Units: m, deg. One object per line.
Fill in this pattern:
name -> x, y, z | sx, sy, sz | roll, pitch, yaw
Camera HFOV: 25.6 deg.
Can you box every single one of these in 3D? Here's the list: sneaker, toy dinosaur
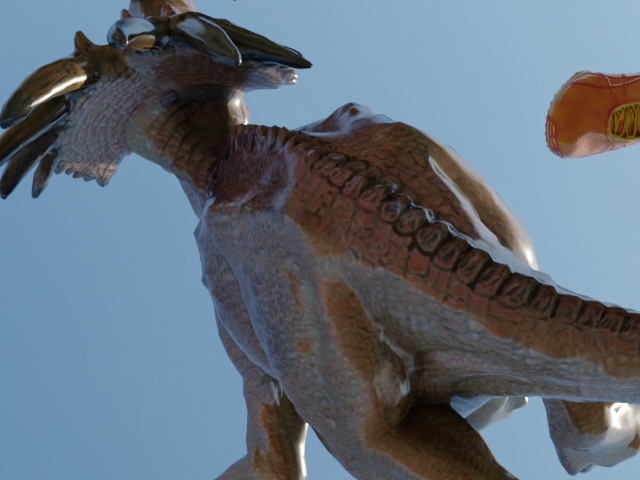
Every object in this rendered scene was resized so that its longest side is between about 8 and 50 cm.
sneaker -> 0.233, -0.099, 1.054 | 0.175, 0.064, 0.067 | -20, -158, -38
toy dinosaur -> 0.000, 0.000, 0.418 | 0.127, 0.296, 0.200 | -34, -71, -26
